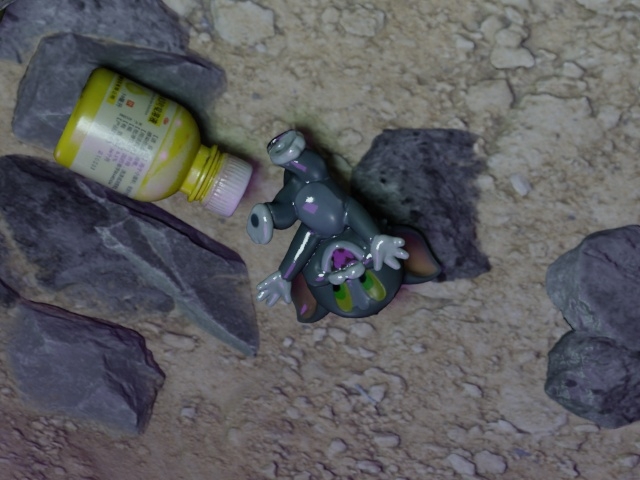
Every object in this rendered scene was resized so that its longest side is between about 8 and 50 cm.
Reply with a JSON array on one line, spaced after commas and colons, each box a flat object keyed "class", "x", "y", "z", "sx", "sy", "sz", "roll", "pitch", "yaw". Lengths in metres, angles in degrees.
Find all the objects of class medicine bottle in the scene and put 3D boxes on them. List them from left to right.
[{"class": "medicine bottle", "x": -0.184, "y": -0.100, "z": 1.987, "sx": 0.212, "sy": 0.122, "sz": 0.122, "roll": 25, "pitch": 134, "yaw": -9}]

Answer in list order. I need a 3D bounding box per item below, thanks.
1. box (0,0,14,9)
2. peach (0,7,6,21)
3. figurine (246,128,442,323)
[{"class": "box", "x": -0.358, "y": -0.382, "z": 1.627, "sx": 0.333, "sy": 0.173, "sz": 0.145, "roll": 51, "pitch": 157, "yaw": 1}, {"class": "peach", "x": -0.463, "y": -0.288, "z": 1.798, "sx": 0.292, "sy": 0.247, "sz": 0.292, "roll": -19, "pitch": 152, "yaw": -11}, {"class": "figurine", "x": -0.002, "y": -0.005, "z": 2.020, "sx": 0.193, "sy": 0.140, "sz": 0.265, "roll": -31, "pitch": 108, "yaw": 10}]
